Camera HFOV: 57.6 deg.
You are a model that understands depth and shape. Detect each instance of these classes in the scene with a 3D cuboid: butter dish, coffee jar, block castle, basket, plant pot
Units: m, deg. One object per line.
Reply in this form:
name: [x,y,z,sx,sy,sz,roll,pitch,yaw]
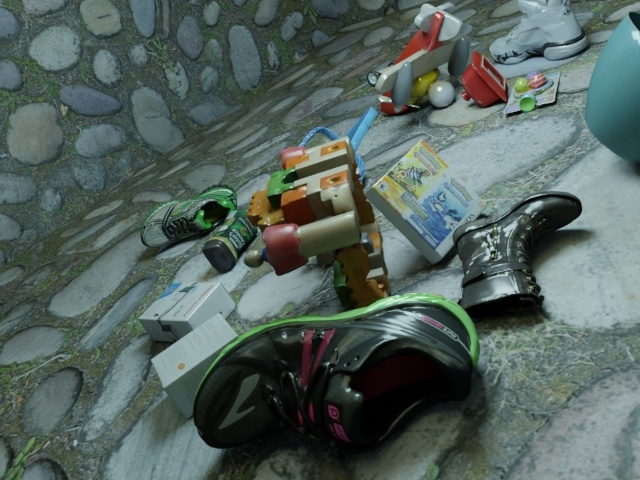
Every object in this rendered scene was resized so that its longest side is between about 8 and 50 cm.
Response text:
butter dish: [0.478,-0.467,1.757,0.118,0.160,0.160,-39,16,34]
coffee jar: [-0.254,0.000,1.642,0.079,0.096,0.184,-13,30,33]
block castle: [0.000,0.000,1.169,0.213,0.303,0.453,-16,28,10]
basket: [0.037,-0.222,1.607,0.289,0.201,0.255,-47,8,44]
plant pot: [0.633,-0.266,1.118,0.195,0.290,0.290,-55,6,40]

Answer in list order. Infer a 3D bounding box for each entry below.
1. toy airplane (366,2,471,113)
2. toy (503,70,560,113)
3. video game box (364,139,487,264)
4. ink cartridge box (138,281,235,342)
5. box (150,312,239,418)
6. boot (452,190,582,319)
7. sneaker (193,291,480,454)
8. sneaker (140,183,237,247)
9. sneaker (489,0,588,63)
toy airplane: [0.348,-0.562,1.886,0.386,0.272,0.384,-39,-7,8]
toy: [0.600,-0.440,1.660,0.137,0.056,0.237,-10,31,32]
video game box: [0.224,-0.083,1.219,0.187,0.205,0.048,-44,0,-31]
ink cartridge box: [-0.323,0.174,1.412,0.190,0.082,0.139,-6,33,40]
box: [-0.236,0.249,1.178,0.170,0.091,0.130,-35,27,-14]
boot: [0.353,0.036,1.024,0.263,0.091,0.229,-23,32,19]
sneaker: [0.005,0.221,0.893,0.483,0.185,0.202,-22,22,14]
sneaker: [-0.434,-0.074,1.908,0.343,0.134,0.146,-28,27,0]
sneaker: [0.674,-0.694,1.873,0.137,0.210,0.366,-36,27,-16]
